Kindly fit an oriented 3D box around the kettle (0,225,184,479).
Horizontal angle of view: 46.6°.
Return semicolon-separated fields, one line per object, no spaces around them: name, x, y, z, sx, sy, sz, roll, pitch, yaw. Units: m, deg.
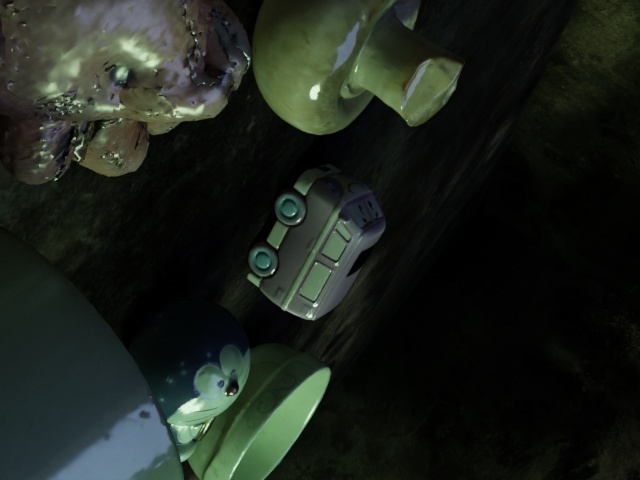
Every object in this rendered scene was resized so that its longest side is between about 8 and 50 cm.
kettle;-0.322;0.198;0.432;0.376;0.250;0.361;-39;-173;-41

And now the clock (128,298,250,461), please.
clock;-0.176;0.182;0.951;0.199;0.146;0.243;-49;170;-41

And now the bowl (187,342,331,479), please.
bowl;-0.129;0.310;1.345;0.307;0.163;0.307;-49;164;-19

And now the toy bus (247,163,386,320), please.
toy bus;0.000;0.000;1.102;0.203;0.142;0.142;-61;164;22

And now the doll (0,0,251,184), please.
doll;-0.116;-0.110;0.483;0.201;0.156;0.303;-58;171;-12

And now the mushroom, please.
mushroom;0.042;-0.187;0.712;0.204;0.204;0.204;-50;165;-19
